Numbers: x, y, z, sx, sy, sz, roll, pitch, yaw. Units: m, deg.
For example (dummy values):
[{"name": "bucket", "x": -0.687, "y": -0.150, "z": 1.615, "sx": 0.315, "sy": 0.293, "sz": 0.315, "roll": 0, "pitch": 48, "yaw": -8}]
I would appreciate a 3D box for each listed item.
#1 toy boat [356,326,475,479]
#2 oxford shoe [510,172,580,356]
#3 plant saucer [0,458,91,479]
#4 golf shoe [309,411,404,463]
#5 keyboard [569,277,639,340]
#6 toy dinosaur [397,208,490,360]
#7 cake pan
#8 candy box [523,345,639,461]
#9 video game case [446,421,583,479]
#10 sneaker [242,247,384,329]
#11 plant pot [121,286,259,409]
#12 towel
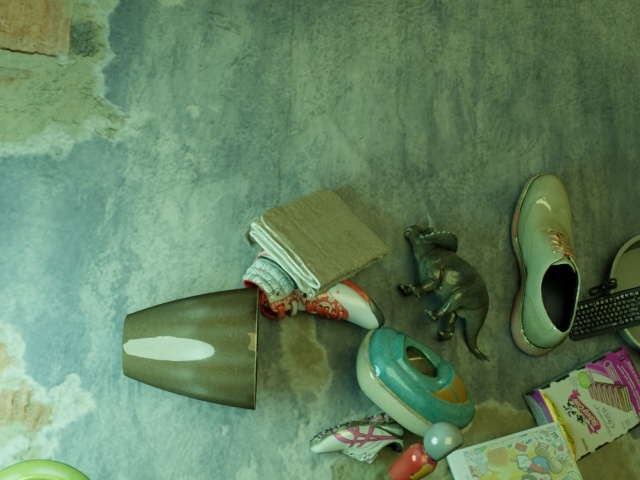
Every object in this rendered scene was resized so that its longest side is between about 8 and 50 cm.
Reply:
[{"name": "toy boat", "x": 0.188, "y": 0.295, "z": 1.811, "sx": 0.267, "sy": 0.148, "sz": 0.318, "roll": 35, "pitch": 28, "yaw": -19}, {"name": "oxford shoe", "x": 0.481, "y": 0.033, "z": 2.063, "sx": 0.140, "sy": 0.146, "sz": 0.397, "roll": 9, "pitch": 69, "yaw": -15}, {"name": "plant saucer", "x": -0.464, "y": 0.479, "z": 1.653, "sx": 0.241, "sy": 0.037, "sz": 0.241, "roll": 6, "pitch": 71, "yaw": -17}, {"name": "golf shoe", "x": 0.071, "y": 0.371, "z": 1.854, "sx": 0.186, "sy": 0.067, "sz": 0.086, "roll": -10, "pitch": 77, "yaw": -22}, {"name": "keyboard", "x": 0.595, "y": 0.135, "z": 2.087, "sx": 0.180, "sy": 0.023, "sz": 0.108, "roll": -16, "pitch": 77, "yaw": 10}, {"name": "toy dinosaur", "x": 0.261, "y": 0.094, "z": 1.985, "sx": 0.160, "sy": 0.121, "sz": 0.313, "roll": -38, "pitch": 83, "yaw": -12}, {"name": "cake pan", "x": 0.737, "y": 0.127, "z": 2.170, "sx": 0.293, "sy": 0.054, "sz": 0.293, "roll": 6, "pitch": 71, "yaw": -17}, {"name": "candy box", "x": 0.545, "y": 0.329, "z": 2.027, "sx": 0.233, "sy": 0.071, "sz": 0.159, "roll": -23, "pitch": 81, "yaw": -23}, {"name": "video game case", "x": 0.375, "y": 0.462, "z": 1.879, "sx": 0.227, "sy": 0.026, "sz": 0.206, "roll": -15, "pitch": 57, "yaw": -5}, {"name": "sneaker", "x": -0.020, "y": 0.116, "z": 1.899, "sx": 0.270, "sy": 0.090, "sz": 0.145, "roll": 40, "pitch": 65, "yaw": 1}, {"name": "plant pot", "x": -0.224, "y": 0.186, "z": 1.759, "sx": 0.230, "sy": 0.215, "sz": 0.215, "roll": 1, "pitch": 71, "yaw": -2}, {"name": "towel", "x": 0.000, "y": 0.000, "z": 1.889, "sx": 0.187, "sy": 0.049, "sz": 0.282, "roll": 47, "pitch": 34, "yaw": 14}]
